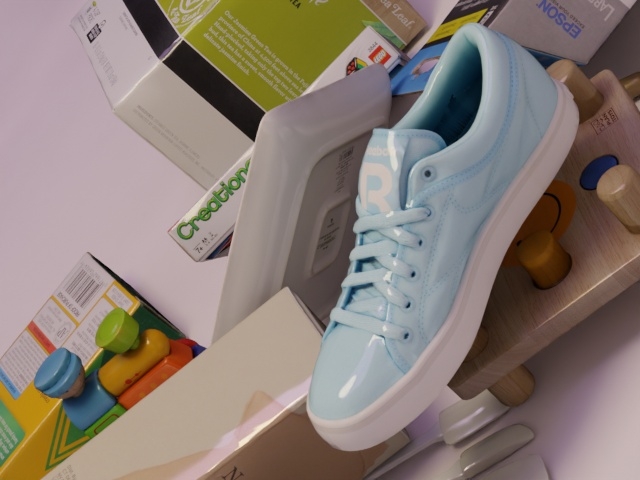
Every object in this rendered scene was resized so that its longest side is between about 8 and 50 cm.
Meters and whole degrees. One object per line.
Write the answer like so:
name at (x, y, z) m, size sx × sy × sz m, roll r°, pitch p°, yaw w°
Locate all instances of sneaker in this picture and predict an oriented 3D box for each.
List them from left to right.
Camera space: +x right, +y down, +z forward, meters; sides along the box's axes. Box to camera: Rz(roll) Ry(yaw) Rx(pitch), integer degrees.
sneaker at (0.066, -0.015, 1.422) m, size 0.135 × 0.150 × 0.366 m, roll 3°, pitch 58°, yaw 50°

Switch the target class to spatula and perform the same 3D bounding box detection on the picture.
spatula at (0.083, 0.219, 1.519) m, size 0.242 × 0.019 × 0.168 m, roll -33°, pitch 34°, yaw 16°

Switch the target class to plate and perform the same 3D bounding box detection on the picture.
plate at (-0.008, -0.012, 1.661) m, size 0.277 × 0.045 × 0.278 m, roll -31°, pitch -41°, yaw -61°

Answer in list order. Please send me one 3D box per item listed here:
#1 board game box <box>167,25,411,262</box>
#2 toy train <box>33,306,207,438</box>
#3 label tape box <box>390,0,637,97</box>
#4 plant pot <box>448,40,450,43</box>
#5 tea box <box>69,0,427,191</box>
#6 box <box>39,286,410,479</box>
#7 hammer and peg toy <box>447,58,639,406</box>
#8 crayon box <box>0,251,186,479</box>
board game box at (-0.025, -0.101, 1.924) m, size 0.305 × 0.053 × 0.193 m, roll -45°, pitch -5°, yaw 7°
toy train at (-0.173, 0.118, 1.871) m, size 0.248 × 0.143 × 0.105 m, roll -40°, pitch 31°, yaw 16°
label tape box at (0.218, -0.237, 1.725) m, size 0.334 × 0.106 × 0.240 m, roll -52°, pitch 10°, yaw -4°
plant pot at (0.128, -0.120, 1.552) m, size 0.079 × 0.083 × 0.083 m, roll -59°, pitch 29°, yaw 2°
tea box at (-0.097, -0.261, 2.129) m, size 0.323 × 0.220 × 0.329 m, roll -46°, pitch 29°, yaw 6°
box at (-0.093, 0.201, 1.561) m, size 0.311 × 0.148 × 0.121 m, roll -39°, pitch 46°, yaw 2°
hammer and peg toy at (0.185, -0.045, 1.580) m, size 0.266 × 0.127 × 0.361 m, roll -37°, pitch 32°, yaw 16°
crayon box at (-0.314, 0.185, 2.046) m, size 0.323 × 0.083 × 0.203 m, roll -50°, pitch 29°, yaw -3°
